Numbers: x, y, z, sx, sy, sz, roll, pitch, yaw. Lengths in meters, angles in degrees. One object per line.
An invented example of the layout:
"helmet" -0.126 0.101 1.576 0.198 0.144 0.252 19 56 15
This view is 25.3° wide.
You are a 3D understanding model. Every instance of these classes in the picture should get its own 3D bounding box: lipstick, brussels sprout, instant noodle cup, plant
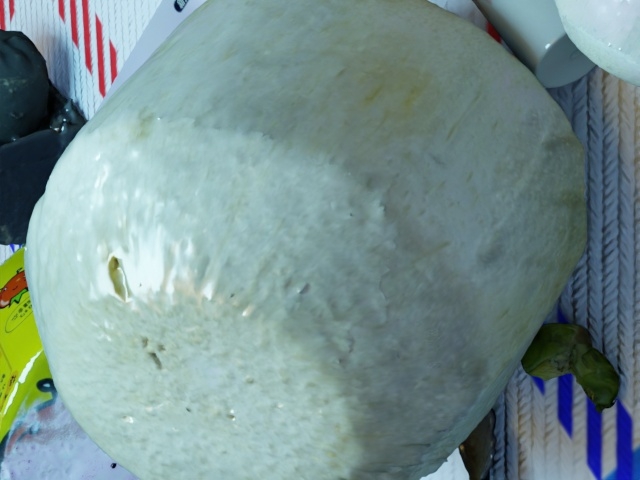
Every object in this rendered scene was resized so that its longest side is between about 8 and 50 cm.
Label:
"lipstick" 0.120 -0.225 1.056 0.254 0.070 0.070 58 137 28
"brussels sprout" 0.188 0.091 1.057 0.083 0.046 0.051 28 115 36
"instant noodle cup" -0.192 0.141 1.370 0.254 0.325 0.326 39 127 55
"plant" -0.366 -0.120 1.657 0.142 0.164 0.256 41 143 46

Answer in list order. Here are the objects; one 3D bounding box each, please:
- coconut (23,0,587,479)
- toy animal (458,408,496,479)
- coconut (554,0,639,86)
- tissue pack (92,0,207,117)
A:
"coconut" 0.000 0.000 1.042 0.415 0.415 0.345 34 139 45
"toy animal" 0.102 0.245 1.129 0.197 0.160 0.273 -49 51 48
"coconut" 0.227 -0.186 0.851 0.171 0.170 0.183 53 137 33
"tissue pack" -0.097 -0.135 1.311 0.148 0.092 0.246 47 136 5
